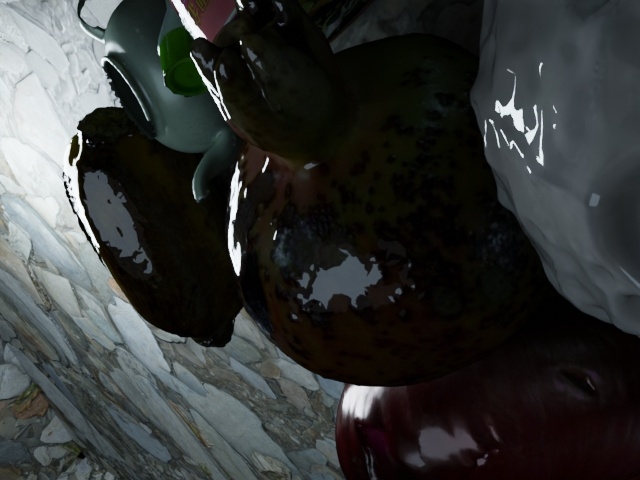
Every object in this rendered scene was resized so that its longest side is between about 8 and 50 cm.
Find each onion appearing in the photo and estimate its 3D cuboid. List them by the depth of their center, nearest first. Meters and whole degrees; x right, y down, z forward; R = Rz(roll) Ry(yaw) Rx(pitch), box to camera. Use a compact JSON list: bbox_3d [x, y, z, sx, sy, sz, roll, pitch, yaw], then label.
[{"bbox_3d":[0.178,0.147,0.814,0.348,0.285,0.347,-4,156,-2],"label":"onion"}]

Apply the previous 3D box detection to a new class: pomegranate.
[{"bbox_3d":[0.028,-0.047,0.597,0.285,0.284,0.341,9,157,44],"label":"pomegranate"}]

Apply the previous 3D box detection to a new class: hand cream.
[{"bbox_3d":[-0.144,-0.258,0.773,0.079,0.050,0.275,-42,51,38],"label":"hand cream"}]

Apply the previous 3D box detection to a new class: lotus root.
[{"bbox_3d":[-0.216,-0.009,1.125,0.179,0.196,0.397,37,153,53],"label":"lotus root"}]

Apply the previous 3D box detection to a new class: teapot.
[{"bbox_3d":[-0.169,-0.187,0.903,0.294,0.129,0.193,52,161,10],"label":"teapot"}]

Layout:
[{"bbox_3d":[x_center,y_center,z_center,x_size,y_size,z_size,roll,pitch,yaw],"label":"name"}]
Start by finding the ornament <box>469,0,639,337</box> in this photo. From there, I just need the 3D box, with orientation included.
[{"bbox_3d":[0.240,-0.087,0.402,0.337,0.337,0.337,30,145,23],"label":"ornament"}]

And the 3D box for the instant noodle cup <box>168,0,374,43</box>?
[{"bbox_3d":[-0.073,-0.284,0.642,0.255,0.244,0.244,51,149,4],"label":"instant noodle cup"}]
